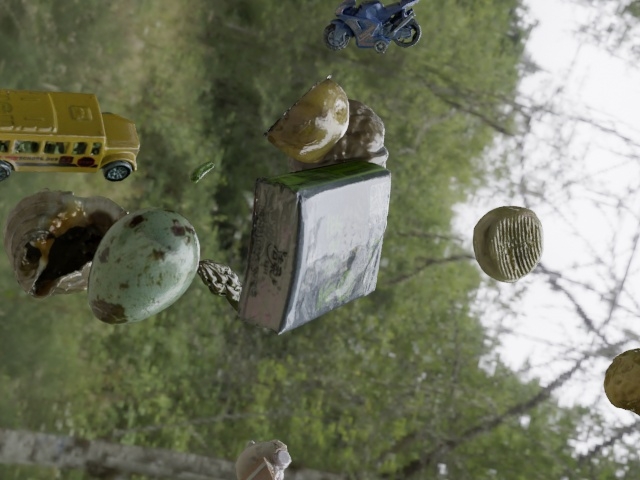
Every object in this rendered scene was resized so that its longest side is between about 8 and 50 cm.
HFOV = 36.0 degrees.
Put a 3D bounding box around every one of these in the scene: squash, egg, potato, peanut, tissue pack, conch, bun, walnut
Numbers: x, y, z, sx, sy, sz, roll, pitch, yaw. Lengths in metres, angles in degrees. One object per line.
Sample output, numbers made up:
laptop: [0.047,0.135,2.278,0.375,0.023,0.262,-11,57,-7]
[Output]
squash: [-0.251,-0.146,2.078,0.027,0.027,0.089,-63,174,33]
egg: [-0.308,0.047,1.696,0.231,0.169,0.169,-51,-161,3]
potato: [0.001,-0.211,1.724,0.138,0.098,0.243,-46,-178,19]
peanut: [0.636,0.234,1.671,0.147,0.306,0.147,-14,90,-88]
tissue pack: [0.000,0.000,1.969,0.394,0.124,0.287,-20,120,-59]
conch: [-0.509,0.023,1.990,0.324,0.263,0.186,-99,173,-45]
bun: [0.476,0.008,2.523,0.128,0.179,0.193,-145,-137,-75]
walnut: [0.033,-0.200,2.243,0.248,0.248,0.248,-164,-90,-74]

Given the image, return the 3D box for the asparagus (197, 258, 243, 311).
asparagus: [-0.234,0.107,2.436,0.080,0.287,0.080,-11,-116,22]

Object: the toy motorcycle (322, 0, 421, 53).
toy motorcycle: [0.104,-0.445,2.007,0.076,0.205,0.114,-85,173,-66]

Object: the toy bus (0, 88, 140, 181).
toy bus: [-0.458,-0.175,1.595,0.123,0.336,0.121,-55,-134,46]

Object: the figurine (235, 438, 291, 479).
figurine: [-0.122,0.545,2.257,0.162,0.141,0.237,-51,-155,7]
